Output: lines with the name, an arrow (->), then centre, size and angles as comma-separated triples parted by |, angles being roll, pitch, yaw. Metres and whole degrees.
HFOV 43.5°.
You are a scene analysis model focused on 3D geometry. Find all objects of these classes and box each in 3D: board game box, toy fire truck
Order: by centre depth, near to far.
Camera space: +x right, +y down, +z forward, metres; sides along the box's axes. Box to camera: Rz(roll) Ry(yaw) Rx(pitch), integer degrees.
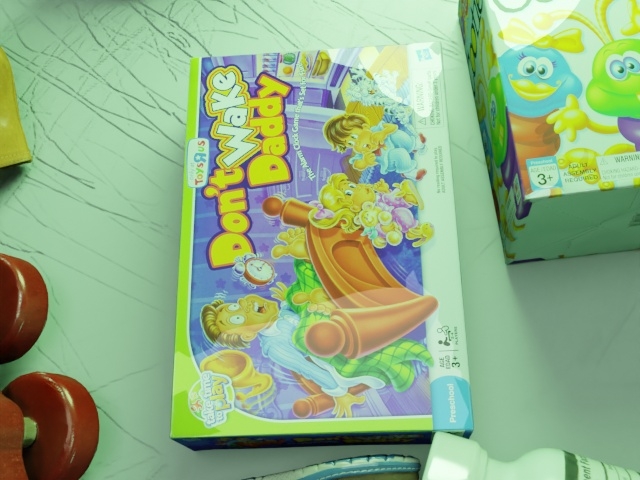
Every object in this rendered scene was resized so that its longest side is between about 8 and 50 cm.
toy fire truck -> -0.350, 0.136, 0.650 | 0.254, 0.169, 0.302 | -35, 67, 12
board game box -> 0.212, -0.138, 0.697 | 0.142, 0.144, 0.275 | -7, 67, 4
board game box -> 0.000, 0.000, 0.699 | 0.233, 0.078, 0.347 | -3, 68, 5

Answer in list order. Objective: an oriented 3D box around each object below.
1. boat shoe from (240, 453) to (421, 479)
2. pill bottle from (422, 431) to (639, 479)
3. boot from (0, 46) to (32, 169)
boat shoe -> -0.006, 0.211, 0.628 | 0.183, 0.066, 0.066 | -15, 72, 11
pill bottle -> 0.195, 0.235, 0.540 | 0.278, 0.162, 0.162 | 15, 71, 12
boot -> -0.429, -0.124, 0.721 | 0.295, 0.104, 0.211 | -15, 95, -22
